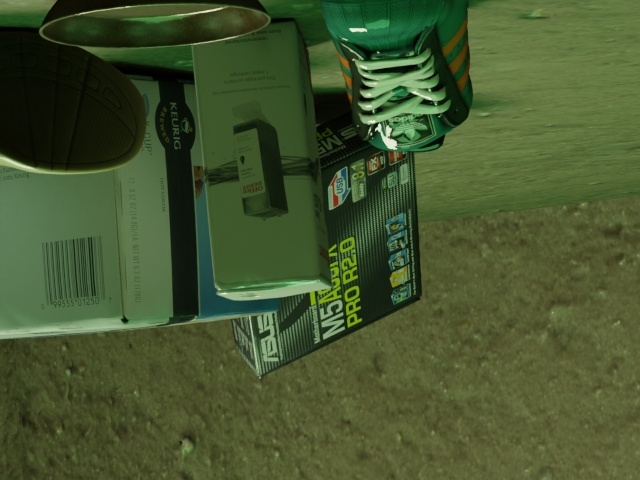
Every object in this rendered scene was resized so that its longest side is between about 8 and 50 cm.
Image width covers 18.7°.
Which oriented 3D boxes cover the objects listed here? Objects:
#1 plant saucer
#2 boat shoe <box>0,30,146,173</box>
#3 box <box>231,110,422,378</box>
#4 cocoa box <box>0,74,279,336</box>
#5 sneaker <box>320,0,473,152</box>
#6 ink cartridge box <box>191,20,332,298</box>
[{"bbox_3d":[-0.121,-0.168,1.413,0.168,0.029,0.168,-3,177,0],"label":"plant saucer"},{"bbox_3d":[-0.287,-0.112,1.544,0.302,0.109,0.098,5,177,-30],"label":"boat shoe"},{"bbox_3d":[0.000,0.000,2.079,0.216,0.270,0.060,-25,-132,-19],"label":"box"},{"bbox_3d":[-0.245,-0.024,1.885,0.347,0.231,0.228,-6,176,36],"label":"cocoa box"},{"bbox_3d":[0.067,-0.131,1.450,0.108,0.121,0.302,-5,176,11],"label":"sneaker"},{"bbox_3d":[-0.048,-0.063,1.627,0.092,0.217,0.158,-4,176,4],"label":"ink cartridge box"}]
